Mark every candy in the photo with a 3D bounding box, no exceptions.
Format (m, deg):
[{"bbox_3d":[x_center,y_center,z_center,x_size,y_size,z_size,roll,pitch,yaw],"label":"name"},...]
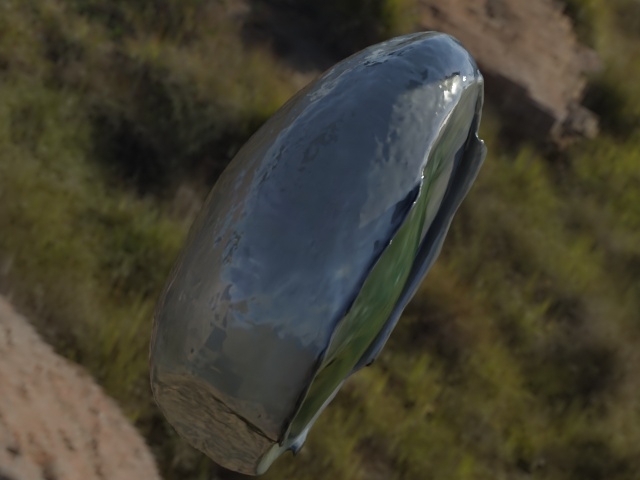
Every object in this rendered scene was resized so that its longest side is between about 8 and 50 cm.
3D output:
[{"bbox_3d":[0.000,0.000,1.506,0.186,0.427,0.386,34,-6,13],"label":"candy"}]
